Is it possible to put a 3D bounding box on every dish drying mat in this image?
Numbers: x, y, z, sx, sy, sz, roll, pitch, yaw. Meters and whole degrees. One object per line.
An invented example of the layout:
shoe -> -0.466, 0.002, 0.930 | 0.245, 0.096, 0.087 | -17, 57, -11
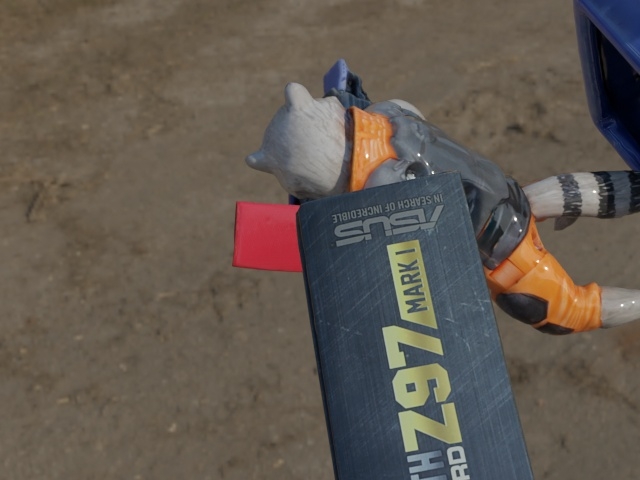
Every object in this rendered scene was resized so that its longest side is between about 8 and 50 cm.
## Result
dish drying mat -> 0.000, 0.000, 0.529 | 0.083, 0.032, 0.008 | 4, 0, -8

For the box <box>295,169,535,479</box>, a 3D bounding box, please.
box -> 0.049, 0.111, 0.397 | 0.059, 0.232, 0.183 | -13, 63, 5

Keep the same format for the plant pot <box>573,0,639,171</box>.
plant pot -> 0.359, -0.125, 0.875 | 0.212, 0.236, 0.236 | -36, 64, 3

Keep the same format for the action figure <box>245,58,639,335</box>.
action figure -> 0.100, -0.054, 0.851 | 0.330, 0.178, 0.341 | 14, 44, -26
